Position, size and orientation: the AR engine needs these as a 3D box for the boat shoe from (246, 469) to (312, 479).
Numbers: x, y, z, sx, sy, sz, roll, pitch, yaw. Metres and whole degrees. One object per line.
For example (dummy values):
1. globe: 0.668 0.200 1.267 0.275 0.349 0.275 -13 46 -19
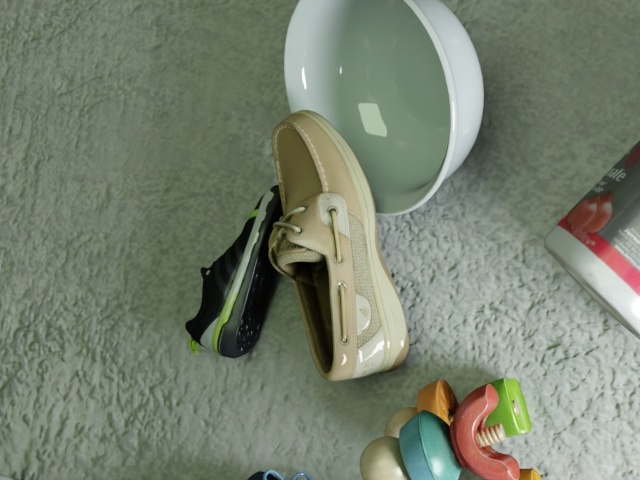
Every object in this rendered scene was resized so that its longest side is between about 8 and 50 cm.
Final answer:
1. boat shoe: -0.073 0.310 1.591 0.258 0.109 0.089 -5 69 18

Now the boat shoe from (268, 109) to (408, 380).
1. boat shoe: 0.000 0.000 1.618 0.121 0.110 0.341 -45 60 53

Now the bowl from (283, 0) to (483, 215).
1. bowl: 0.098 -0.187 1.629 0.298 0.134 0.297 27 126 44

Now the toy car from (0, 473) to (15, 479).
1. toy car: -0.449 0.339 1.692 0.238 0.210 0.219 -3 61 8

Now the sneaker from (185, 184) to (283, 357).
1. sneaker: -0.108 0.033 1.703 0.097 0.084 0.234 16 80 28

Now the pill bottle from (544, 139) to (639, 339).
1. pill bottle: 0.411 -0.050 1.468 0.318 0.176 0.176 -45 63 3

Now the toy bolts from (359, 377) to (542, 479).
1. toy bolts: 0.142 0.251 1.461 0.159 0.228 0.218 -18 76 15
